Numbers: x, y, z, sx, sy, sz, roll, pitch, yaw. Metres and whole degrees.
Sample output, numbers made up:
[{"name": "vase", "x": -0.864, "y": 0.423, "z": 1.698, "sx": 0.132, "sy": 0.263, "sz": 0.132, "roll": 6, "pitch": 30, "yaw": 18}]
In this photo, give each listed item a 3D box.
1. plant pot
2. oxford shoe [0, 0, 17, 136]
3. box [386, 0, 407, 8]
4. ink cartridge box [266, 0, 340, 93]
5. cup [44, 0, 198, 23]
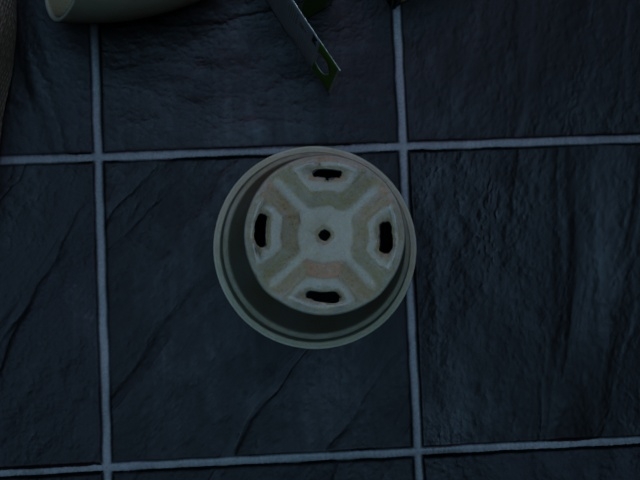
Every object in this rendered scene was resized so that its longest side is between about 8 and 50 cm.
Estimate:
[{"name": "plant pot", "x": 0.000, "y": 0.000, "z": 1.591, "sx": 0.334, "sy": 0.305, "sz": 0.333, "roll": 0, "pitch": 86, "yaw": -3}, {"name": "oxford shoe", "x": -0.559, "y": -0.234, "z": 1.653, "sx": 0.130, "sy": 0.169, "sz": 0.449, "roll": 10, "pitch": 91, "yaw": -1}, {"name": "box", "x": 0.115, "y": -0.527, "z": 1.704, "sx": 0.142, "sy": 0.163, "sz": 0.247, "roll": -33, "pitch": 89, "yaw": -3}, {"name": "ink cartridge box", "x": -0.012, "y": -0.376, "z": 1.676, "sx": 0.097, "sy": 0.189, "sz": 0.255, "roll": -33, "pitch": 90, "yaw": -6}, {"name": "cup", "x": -0.269, "y": -0.480, "z": 1.631, "sx": 0.237, "sy": 0.331, "sz": 0.331, "roll": 5, "pitch": 85, "yaw": -27}]
